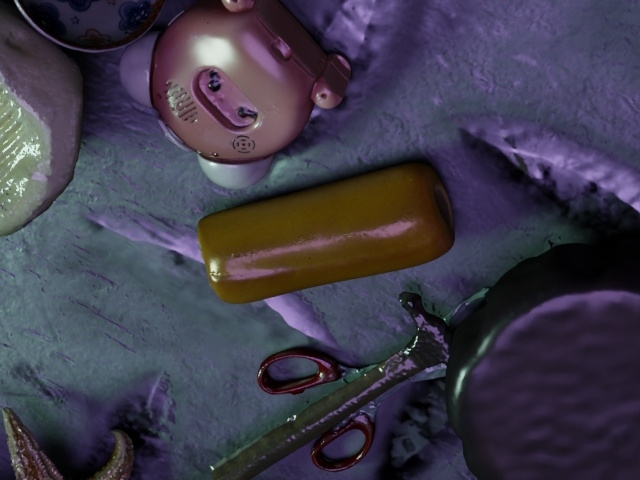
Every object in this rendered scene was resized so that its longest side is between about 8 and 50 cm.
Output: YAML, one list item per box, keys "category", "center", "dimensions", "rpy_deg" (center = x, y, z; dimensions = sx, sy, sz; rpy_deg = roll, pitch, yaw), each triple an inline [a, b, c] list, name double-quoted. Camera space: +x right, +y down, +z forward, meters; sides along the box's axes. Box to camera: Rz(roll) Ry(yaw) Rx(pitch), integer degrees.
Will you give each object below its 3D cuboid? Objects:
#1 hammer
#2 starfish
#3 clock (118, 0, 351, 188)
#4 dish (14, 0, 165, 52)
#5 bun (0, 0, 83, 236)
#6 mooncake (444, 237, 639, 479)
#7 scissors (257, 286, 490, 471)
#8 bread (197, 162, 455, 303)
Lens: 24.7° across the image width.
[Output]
- category: "hammer"
  center: [0.008, 0.164, 1.405]
  dimensions: [0.297, 0.027, 0.125]
  rpy_deg: [-33, 103, 19]
- category: "starfish"
  center: [-0.286, 0.273, 1.498]
  dimensions: [0.238, 0.071, 0.216]
  rpy_deg: [-32, 126, 7]
- category: "clock"
  center: [-0.079, -0.133, 1.255]
  dimensions: [0.162, 0.093, 0.166]
  rpy_deg: [-37, 106, 26]
- category: "dish"
  center: [-0.207, -0.224, 1.239]
  dimensions: [0.141, 0.078, 0.141]
  rpy_deg: [1, 89, -27]
- category: "bun"
  center: [-0.296, -0.113, 1.274]
  dimensions: [0.231, 0.133, 0.231]
  rpy_deg: [8, 115, 18]
- category: "mooncake"
  center: [0.252, 0.129, 1.303]
  dimensions: [0.283, 0.141, 0.283]
  rpy_deg: [2, 114, 4]
- category: "scissors"
  center: [0.071, 0.128, 1.404]
  dimensions: [0.248, 0.017, 0.144]
  rpy_deg: [-26, 110, 19]
- category: "bread"
  center: [0.000, 0.000, 1.318]
  dimensions: [0.239, 0.074, 0.092]
  rpy_deg: [-14, 118, 16]
